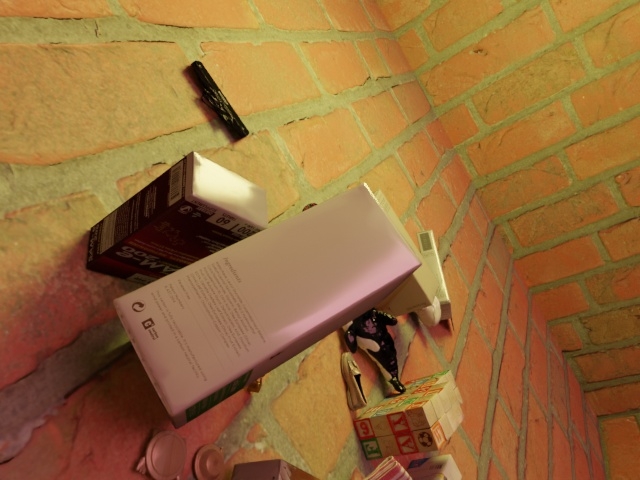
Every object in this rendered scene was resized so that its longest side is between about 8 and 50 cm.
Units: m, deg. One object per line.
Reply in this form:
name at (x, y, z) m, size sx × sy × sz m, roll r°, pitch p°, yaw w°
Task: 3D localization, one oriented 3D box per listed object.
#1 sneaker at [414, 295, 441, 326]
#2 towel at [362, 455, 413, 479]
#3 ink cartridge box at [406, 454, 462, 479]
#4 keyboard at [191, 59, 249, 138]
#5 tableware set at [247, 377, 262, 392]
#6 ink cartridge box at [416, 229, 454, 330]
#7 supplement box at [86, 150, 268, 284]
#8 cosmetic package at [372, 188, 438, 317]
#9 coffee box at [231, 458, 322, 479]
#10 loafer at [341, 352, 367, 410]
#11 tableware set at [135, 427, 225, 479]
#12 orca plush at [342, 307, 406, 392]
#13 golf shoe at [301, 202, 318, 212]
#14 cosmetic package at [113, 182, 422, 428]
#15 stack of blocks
sneaker at (0.264, 0.163, 1.386) m, size 0.115 × 0.090 × 0.232 m, roll -29°, pitch 87°, yaw -49°
towel at (0.131, 0.510, 0.888) m, size 0.197 × 0.144 × 0.029 m, roll 54°, pitch -2°, yaw -18°
ink cartridge box at (0.226, 0.548, 1.019) m, size 0.181 × 0.104 × 0.061 m, roll -24°, pitch 88°, yaw -58°
keyboard at (-0.230, -0.305, 1.041) m, size 0.192 × 0.038 × 0.100 m, roll 55°, pitch 9°, yaw -13°
tableware set at (-0.092, 0.194, 0.839) m, size 0.024 × 0.104 × 0.154 m, roll 19°, pitch 54°, yaw 2°
ink cartridge box at (0.385, 0.140, 1.583) m, size 0.239 × 0.060 × 0.275 m, roll 64°, pitch 17°, yaw -53°
supplement box at (-0.203, -0.016, 0.661) m, size 0.130 × 0.240 × 0.073 m, roll 26°, pitch 47°, yaw -45°
cosmetic package at (0.158, 0.042, 1.231) m, size 0.309 × 0.160 × 0.113 m, roll 55°, pitch 34°, yaw -12°
coffee box at (-0.029, 0.443, 0.710) m, size 0.246 × 0.098 × 0.141 m, roll 46°, pitch 36°, yaw -34°
loafer at (0.078, 0.305, 1.035) m, size 0.045 × 0.039 × 0.125 m, roll 22°, pitch 51°, yaw -48°
tableware set at (-0.183, 0.342, 0.646) m, size 0.169 × 0.020 × 0.141 m, roll 35°, pitch 42°, yaw -40°
orca plush at (0.136, 0.221, 1.105) m, size 0.287 × 0.102 × 0.151 m, roll 62°, pitch 28°, yaw 5°
golf shoe at (0.000, 0.000, 1.132) m, size 0.086 × 0.068 × 0.186 m, roll 71°, pitch 1°, yaw -70°
cosmetic package at (-0.067, 0.085, 0.656) m, size 0.366 × 0.197 × 0.155 m, roll -26°, pitch 74°, yaw -23°
stack of blocks at (0.228, 0.385, 1.075) m, size 0.297 × 0.171 × 0.087 m, roll -4°, pitch 72°, yaw -57°
